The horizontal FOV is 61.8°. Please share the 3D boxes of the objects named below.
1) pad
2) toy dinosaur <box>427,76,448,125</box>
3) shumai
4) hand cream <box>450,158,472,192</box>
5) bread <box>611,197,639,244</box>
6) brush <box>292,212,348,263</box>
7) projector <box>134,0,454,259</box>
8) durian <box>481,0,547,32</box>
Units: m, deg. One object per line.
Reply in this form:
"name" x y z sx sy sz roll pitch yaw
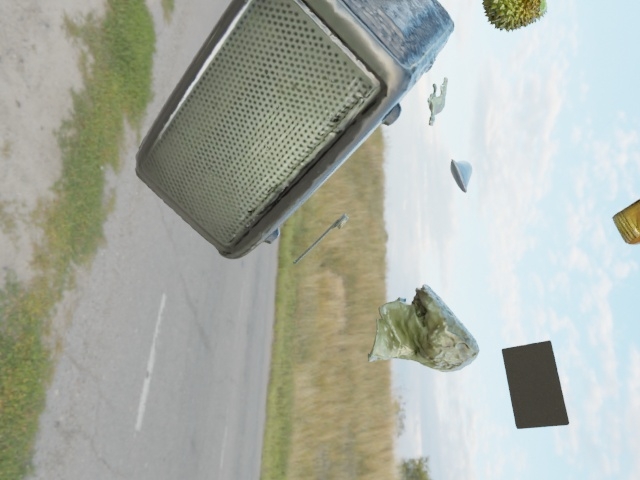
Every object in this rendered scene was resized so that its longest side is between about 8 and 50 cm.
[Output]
"pad" 0.554 0.375 1.389 0.003 0.143 0.211 19 59 -42
"toy dinosaur" 0.380 -0.442 1.746 0.242 0.053 0.167 -9 108 -76
"shumai" 0.303 0.318 1.654 0.330 0.288 0.292 44 8 -40
"hand cream" 0.363 -0.176 1.375 0.088 0.055 0.256 69 18 -5
"bread" 0.841 -0.066 1.342 0.114 0.132 0.190 62 -32 12
"brush" 0.000 0.000 1.885 0.027 0.266 0.062 44 19 -9
"projector" -0.022 -0.222 0.813 0.405 0.242 0.395 -42 -173 36
"durian" 0.512 -0.661 1.413 0.237 0.177 0.200 -55 146 -52
